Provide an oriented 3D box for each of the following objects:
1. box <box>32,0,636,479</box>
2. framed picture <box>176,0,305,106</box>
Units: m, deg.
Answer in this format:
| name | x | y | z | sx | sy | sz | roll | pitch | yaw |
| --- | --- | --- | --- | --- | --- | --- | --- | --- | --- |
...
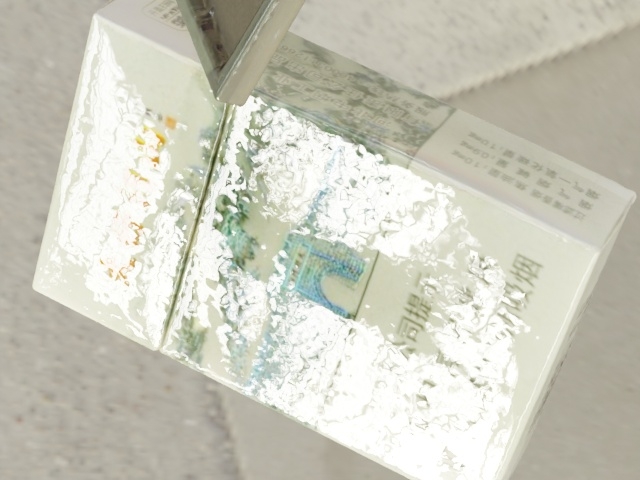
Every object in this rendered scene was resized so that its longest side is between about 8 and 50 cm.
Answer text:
| name | x | y | z | sx | sy | sz | roll | pitch | yaw |
| --- | --- | --- | --- | --- | --- | --- | --- | --- | --- |
| box | 0.000 | 0.000 | 0.915 | 0.256 | 0.069 | 0.164 | 26 | 124 | 11 |
| framed picture | -0.018 | -0.121 | 0.518 | 0.109 | 0.011 | 0.149 | -57 | 35 | 28 |
